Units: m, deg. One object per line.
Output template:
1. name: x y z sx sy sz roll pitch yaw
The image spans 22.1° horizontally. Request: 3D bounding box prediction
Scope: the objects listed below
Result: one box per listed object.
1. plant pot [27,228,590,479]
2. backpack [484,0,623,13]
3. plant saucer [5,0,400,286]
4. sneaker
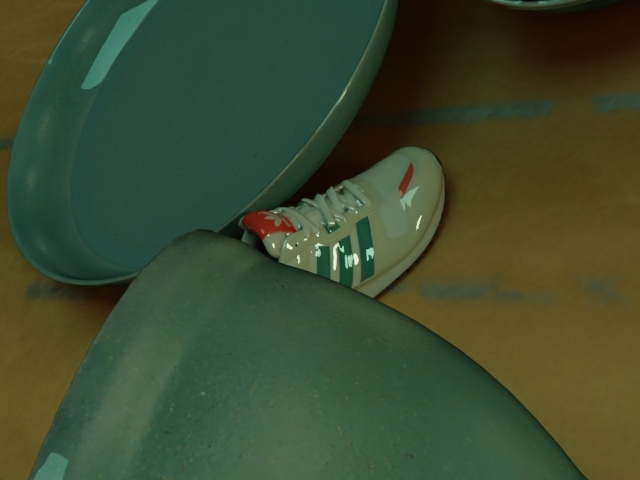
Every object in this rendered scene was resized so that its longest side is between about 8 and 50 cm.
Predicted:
1. plant pot: 0.011 0.159 0.626 0.196 0.293 0.293 14 61 12
2. backpack: 0.132 -0.252 0.903 0.225 0.191 0.253 -27 83 16
3. plant saucer: -0.069 -0.103 1.009 0.317 0.043 0.317 -26 44 28
4. sneaker: 0.000 0.000 0.884 0.161 0.075 0.057 -45 43 -5
